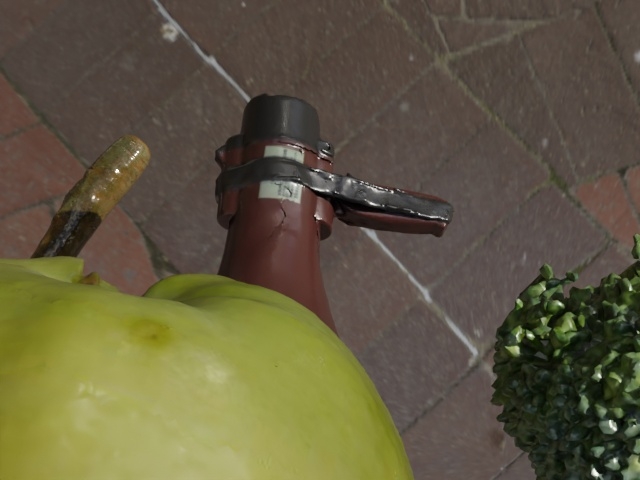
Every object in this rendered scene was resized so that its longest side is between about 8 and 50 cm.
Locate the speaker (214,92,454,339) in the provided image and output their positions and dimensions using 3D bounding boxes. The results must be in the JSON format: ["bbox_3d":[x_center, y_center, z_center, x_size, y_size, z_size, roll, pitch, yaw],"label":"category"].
[{"bbox_3d":[-0.008,0.000,1.172,0.259,0.198,0.330,0,64,22],"label":"speaker"}]

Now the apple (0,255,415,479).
[{"bbox_3d":[-0.096,0.137,0.432,0.292,0.292,0.254,6,92,11],"label":"apple"}]

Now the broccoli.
[{"bbox_3d":[0.283,0.124,0.662,0.302,0.375,0.249,-15,64,38],"label":"broccoli"}]

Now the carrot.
[{"bbox_3d":[-0.353,-0.009,1.499,0.070,0.070,0.342,29,72,14],"label":"carrot"}]
